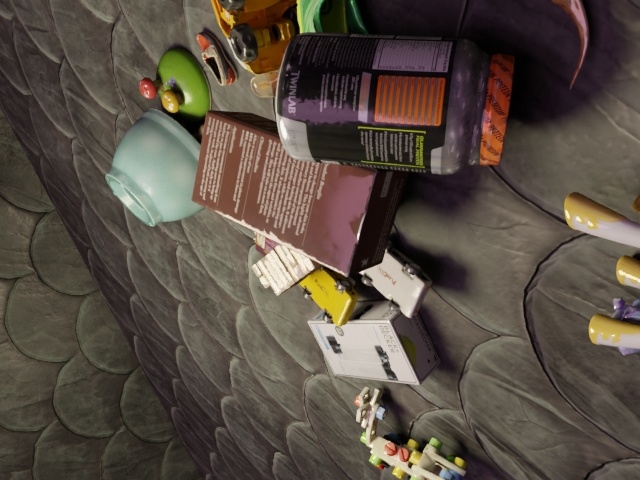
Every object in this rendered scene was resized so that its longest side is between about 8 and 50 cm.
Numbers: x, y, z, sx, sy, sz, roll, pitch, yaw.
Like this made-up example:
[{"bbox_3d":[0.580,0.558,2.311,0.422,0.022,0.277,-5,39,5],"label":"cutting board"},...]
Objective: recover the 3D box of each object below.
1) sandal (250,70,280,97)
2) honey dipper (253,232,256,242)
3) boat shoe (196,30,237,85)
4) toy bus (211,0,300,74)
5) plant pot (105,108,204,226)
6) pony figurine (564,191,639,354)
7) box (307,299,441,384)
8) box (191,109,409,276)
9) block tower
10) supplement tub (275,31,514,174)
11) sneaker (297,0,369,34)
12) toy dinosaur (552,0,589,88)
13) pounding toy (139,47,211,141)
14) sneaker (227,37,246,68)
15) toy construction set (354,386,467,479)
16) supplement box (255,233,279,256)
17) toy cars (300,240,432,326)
[{"bbox_3d":[-0.093,-0.324,1.136,0.180,0.049,0.072,0,117,48],"label":"sandal"},{"bbox_3d":[-0.184,-0.050,1.466,0.030,0.030,0.161,-15,104,52],"label":"honey dipper"},{"bbox_3d":[-0.238,-0.405,1.243,0.137,0.043,0.049,56,146,1],"label":"boat shoe"},{"bbox_3d":[-0.137,-0.436,1.036,0.211,0.149,0.220,29,140,50],"label":"toy bus"},{"bbox_3d":[-0.421,-0.161,1.442,0.293,0.196,0.293,36,157,18],"label":"plant pot"},{"bbox_3d":[0.492,0.080,0.645,0.363,0.303,0.351,6,114,64],"label":"pony figurine"},{"bbox_3d":[0.117,0.231,1.295,0.290,0.087,0.169,-9,110,51],"label":"box"},{"bbox_3d":[-0.049,-0.102,1.034,0.381,0.143,0.191,26,112,29],"label":"box"},{"bbox_3d":[0.000,0.000,1.175,0.335,0.097,0.091,-38,84,38],"label":"block tower"},{"bbox_3d":[0.109,-0.200,0.818,0.316,0.193,0.194,8,127,14],"label":"supplement tub"},{"bbox_3d":[0.022,-0.305,0.950,0.123,0.109,0.295,-133,28,-56],"label":"sneaker"},{"bbox_3d":[0.309,-0.315,0.699,0.211,0.064,0.112,56,156,2],"label":"toy dinosaur"},{"bbox_3d":[-0.360,-0.340,1.372,0.183,0.110,0.237,8,123,45],"label":"pounding toy"},{"bbox_3d":[-0.139,-0.377,1.144,0.152,0.053,0.061,51,161,35],"label":"sneaker"},{"bbox_3d":[0.201,0.512,1.364,0.327,0.151,0.215,36,165,36],"label":"toy construction set"},{"bbox_3d":[-0.089,-0.035,1.326,0.104,0.081,0.188,35,139,25],"label":"supplement box"},{"bbox_3d":[0.097,0.092,1.208,0.393,0.087,0.176,-18,73,50],"label":"toy cars"}]
